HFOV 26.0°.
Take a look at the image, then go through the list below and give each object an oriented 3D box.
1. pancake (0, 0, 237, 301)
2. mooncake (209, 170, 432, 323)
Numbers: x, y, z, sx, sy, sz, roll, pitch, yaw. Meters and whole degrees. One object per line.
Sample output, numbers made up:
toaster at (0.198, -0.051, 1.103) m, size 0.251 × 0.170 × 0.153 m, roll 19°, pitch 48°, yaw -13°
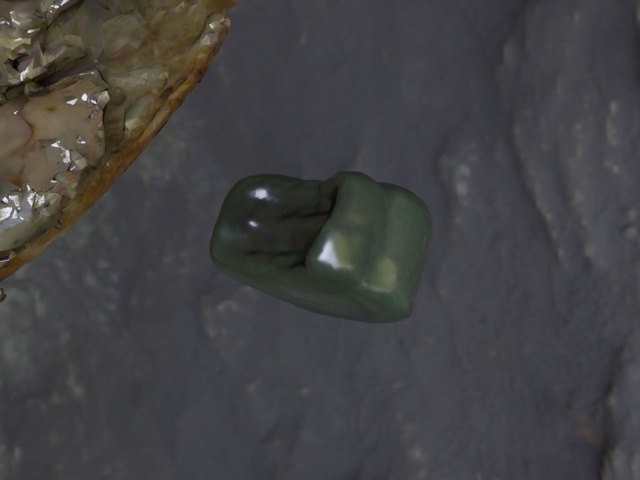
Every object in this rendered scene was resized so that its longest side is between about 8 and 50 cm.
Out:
pancake at (-0.203, -0.096, 0.475) m, size 0.071 × 0.382 × 0.382 m, roll 50°, pitch 139°, yaw 43°
mooncake at (0.000, 0.000, 1.085) m, size 0.168 × 0.175 × 0.104 m, roll 37°, pitch -115°, yaw -71°
